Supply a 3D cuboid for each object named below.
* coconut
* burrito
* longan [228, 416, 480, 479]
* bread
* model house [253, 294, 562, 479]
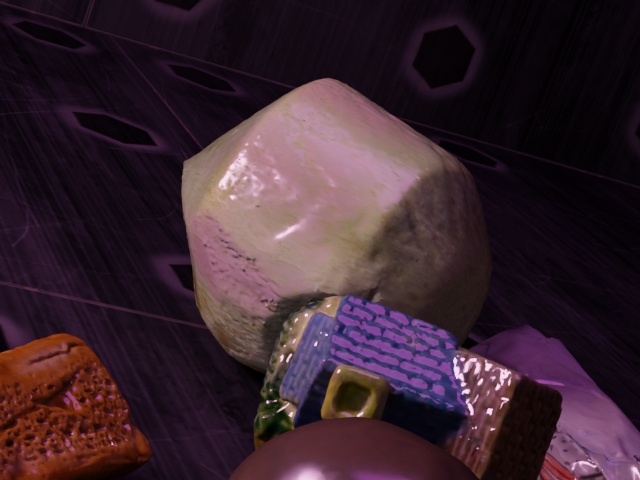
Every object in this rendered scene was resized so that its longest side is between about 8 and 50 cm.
[{"bbox_3d":[0.000,0.000,1.626,0.328,0.281,0.328,35,-9,7],"label":"coconut"},{"bbox_3d":[0.246,0.196,1.617,0.139,0.101,0.445,17,15,-22],"label":"burrito"},{"bbox_3d":[0.031,0.214,1.093,0.220,0.196,0.196,36,17,9],"label":"longan"},{"bbox_3d":[-0.229,0.136,1.170,0.139,0.077,0.271,56,24,8],"label":"bread"},{"bbox_3d":[0.056,0.144,1.254,0.214,0.195,0.189,26,-9,-3],"label":"model house"}]
